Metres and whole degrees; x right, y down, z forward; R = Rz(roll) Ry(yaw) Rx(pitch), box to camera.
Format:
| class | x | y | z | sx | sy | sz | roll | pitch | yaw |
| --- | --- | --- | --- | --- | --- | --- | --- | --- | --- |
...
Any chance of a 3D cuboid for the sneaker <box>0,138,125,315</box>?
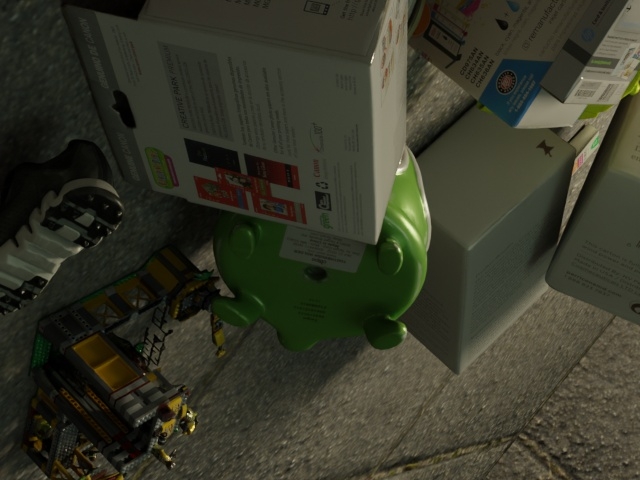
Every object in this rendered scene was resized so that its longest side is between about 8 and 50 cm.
| class | x | y | z | sx | sy | sz | roll | pitch | yaw |
| --- | --- | --- | --- | --- | --- | --- | --- | --- | --- |
| sneaker | -0.268 | -0.011 | 1.234 | 0.234 | 0.106 | 0.078 | -34 | 135 | 25 |

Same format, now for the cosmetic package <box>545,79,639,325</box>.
| class | x | y | z | sx | sy | sz | roll | pitch | yaw |
| --- | --- | --- | --- | --- | --- | --- | --- | --- | --- |
| cosmetic package | 0.582 | -0.094 | 2.032 | 0.327 | 0.329 | 0.394 | 103 | 13 | -58 |

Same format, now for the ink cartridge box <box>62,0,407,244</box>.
| class | x | y | z | sx | sy | sz | roll | pitch | yaw |
| --- | --- | --- | --- | --- | --- | --- | --- | --- | --- |
| ink cartridge box | -0.064 | -0.148 | 1.259 | 0.309 | 0.272 | 0.130 | 85 | 20 | -62 |

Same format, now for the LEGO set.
| class | x | y | z | sx | sy | sz | roll | pitch | yaw |
| --- | --- | --- | --- | --- | --- | --- | --- | --- | --- |
| LEGO set | -0.198 | 0.190 | 1.548 | 0.255 | 0.192 | 0.331 | -22 | 147 | -47 |

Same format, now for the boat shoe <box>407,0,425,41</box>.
| class | x | y | z | sx | sy | sz | roll | pitch | yaw |
| --- | --- | --- | --- | --- | --- | --- | --- | --- | --- |
| boat shoe | 0.063 | -0.293 | 1.357 | 0.302 | 0.113 | 0.103 | -62 | 155 | 7 |

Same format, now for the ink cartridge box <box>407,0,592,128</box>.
| class | x | y | z | sx | sy | sz | roll | pitch | yaw |
| --- | --- | --- | --- | --- | --- | --- | --- | --- | --- |
| ink cartridge box | 0.205 | -0.259 | 1.499 | 0.168 | 0.232 | 0.171 | -9 | 136 | -55 |

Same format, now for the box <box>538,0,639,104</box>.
| class | x | y | z | sx | sy | sz | roll | pitch | yaw |
| --- | --- | --- | --- | --- | --- | --- | --- | --- | --- |
| box | 0.314 | -0.225 | 1.394 | 0.145 | 0.038 | 0.186 | -9 | 135 | -56 |

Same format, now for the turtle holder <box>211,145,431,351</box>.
| class | x | y | z | sx | sy | sz | roll | pitch | yaw |
| --- | --- | --- | --- | --- | --- | --- | --- | --- | --- |
| turtle holder | 0.016 | -0.006 | 1.546 | 0.320 | 0.243 | 0.227 | 63 | 28 | -45 |

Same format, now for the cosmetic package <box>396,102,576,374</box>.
| class | x | y | z | sx | sy | sz | roll | pitch | yaw |
| --- | --- | --- | --- | --- | --- | --- | --- | --- | --- |
| cosmetic package | 0.236 | 0.001 | 2.080 | 0.230 | 0.161 | 0.453 | -41 | 158 | -17 |

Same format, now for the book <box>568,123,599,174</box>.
| class | x | y | z | sx | sy | sz | roll | pitch | yaw |
| --- | --- | --- | --- | --- | --- | --- | --- | --- | --- |
| book | 0.436 | -0.133 | 2.410 | 0.144 | 0.035 | 0.096 | -49 | 162 | -3 |

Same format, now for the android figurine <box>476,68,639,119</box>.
| class | x | y | z | sx | sy | sz | roll | pitch | yaw |
| --- | --- | --- | --- | --- | --- | --- | --- | --- | --- |
| android figurine | 0.295 | -0.247 | 1.708 | 0.273 | 0.056 | 0.248 | 12 | 128 | -14 |
